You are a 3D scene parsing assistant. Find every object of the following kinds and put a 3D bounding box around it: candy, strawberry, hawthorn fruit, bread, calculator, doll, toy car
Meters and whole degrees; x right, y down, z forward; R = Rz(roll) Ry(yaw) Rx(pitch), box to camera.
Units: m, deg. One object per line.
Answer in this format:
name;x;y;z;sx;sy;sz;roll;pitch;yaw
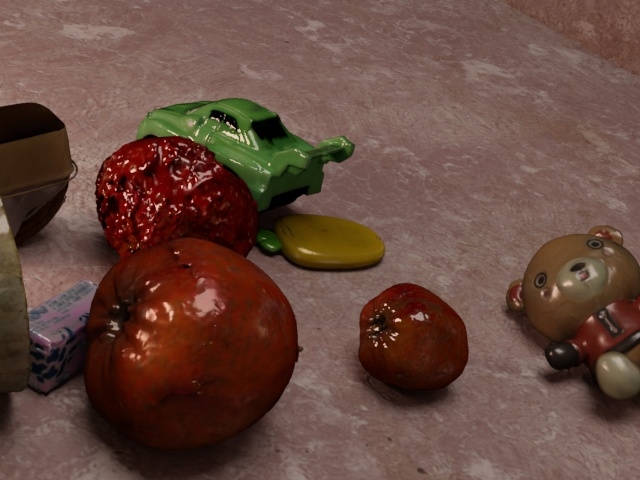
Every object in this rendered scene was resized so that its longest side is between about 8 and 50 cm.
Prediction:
candy;-0.337;0.126;1.571;0.073;0.092;0.160;28;31;16
strawberry;-0.224;-0.034;1.799;0.274;0.274;0.220;21;67;7
hawthorn fruit;0.156;0.152;1.747;0.203;0.162;0.162;21;24;-31
bread;-0.476;-0.092;1.757;0.224;0.212;0.142;-21;51;-43
calculator;0.000;0.000;2.022;0.235;0.032;0.146;3;31;-26
doll;0.456;0.123;1.902;0.174;0.235;0.330;49;7;-49
toy car;-0.137;-0.156;2.036;0.359;0.176;0.213;32;31;28
hawthorn fruit;-0.139;0.133;1.512;0.307;0.276;0.276;10;27;-37

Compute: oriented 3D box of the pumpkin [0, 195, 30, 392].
pumpkin;-0.489;0.045;1.427;0.199;0.332;0.332;-13;39;-24
